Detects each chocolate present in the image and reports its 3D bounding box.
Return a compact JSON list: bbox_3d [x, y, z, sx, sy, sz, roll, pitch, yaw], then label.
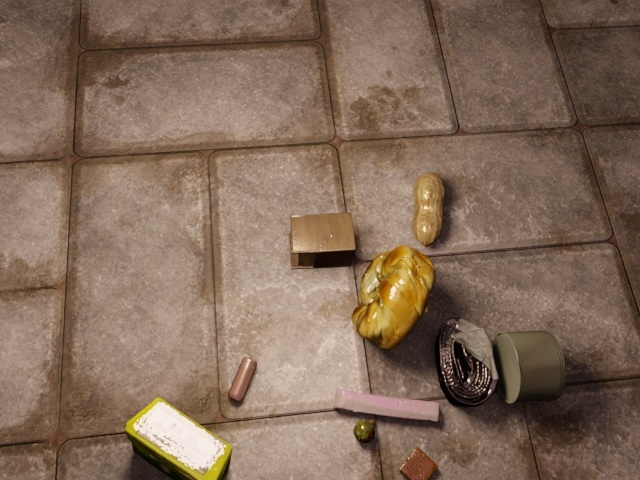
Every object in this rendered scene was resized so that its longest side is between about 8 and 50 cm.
[{"bbox_3d":[-0.402,0.610,1.684,0.301,0.288,0.137,30,58,8],"label":"chocolate"}]

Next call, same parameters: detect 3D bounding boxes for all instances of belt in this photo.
[{"bbox_3d":[0.471,0.394,1.888,0.184,0.164,0.289,-8,69,2],"label":"belt"}]

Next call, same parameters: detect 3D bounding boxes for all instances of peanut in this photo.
[{"bbox_3d":[0.392,-0.117,2.101,0.120,0.136,0.298,-4,67,26],"label":"peanut"}]

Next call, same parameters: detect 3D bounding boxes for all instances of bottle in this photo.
[{"bbox_3d":[-0.252,0.450,1.877,0.053,0.053,0.140,20,69,4],"label":"bottle"}]

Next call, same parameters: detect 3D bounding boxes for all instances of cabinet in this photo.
[{"bbox_3d":[0.000,0.000,2.008,0.215,0.174,0.148,-3,69,-4],"label":"cabinet"}]

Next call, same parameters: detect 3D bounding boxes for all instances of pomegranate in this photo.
[{"bbox_3d":[0.147,0.605,1.836,0.085,0.073,0.073,-2,66,-31],"label":"pomegranate"}]

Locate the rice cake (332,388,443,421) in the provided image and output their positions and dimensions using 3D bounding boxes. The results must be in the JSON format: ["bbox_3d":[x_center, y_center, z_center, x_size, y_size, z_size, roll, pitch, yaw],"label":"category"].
[{"bbox_3d":[0.222,0.539,1.872,0.365,0.056,0.072,8,70,0],"label":"rice cake"}]

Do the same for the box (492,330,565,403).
[{"bbox_3d":[0.665,0.406,1.861,0.150,0.226,0.226,-2,68,-4],"label":"box"}]

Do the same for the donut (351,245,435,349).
[{"bbox_3d":[0.227,0.176,1.877,0.170,0.360,0.360,29,69,-9],"label":"donut"}]

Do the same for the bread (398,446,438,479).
[{"bbox_3d":[0.306,0.715,1.817,0.090,0.035,0.094,41,71,12],"label":"bread"}]
